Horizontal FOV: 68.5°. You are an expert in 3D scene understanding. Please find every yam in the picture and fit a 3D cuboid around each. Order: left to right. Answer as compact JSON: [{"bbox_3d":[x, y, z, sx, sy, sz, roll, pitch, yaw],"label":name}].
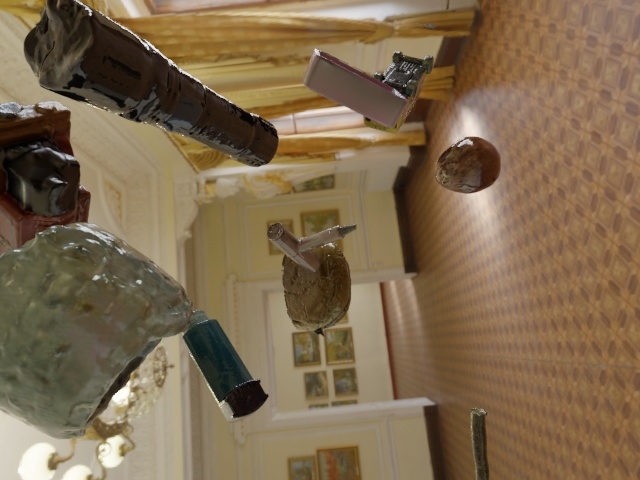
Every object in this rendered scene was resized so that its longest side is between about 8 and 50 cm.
[{"bbox_3d":[0.260,0.340,0.763,0.033,0.027,0.129,-172,76,-83],"label":"yam"}]

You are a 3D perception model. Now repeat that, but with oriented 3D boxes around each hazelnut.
[{"bbox_3d":[0.194,-0.097,0.621,0.086,0.086,0.086,-6,-90,-89],"label":"hazelnut"}]

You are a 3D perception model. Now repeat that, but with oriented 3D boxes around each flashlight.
[{"bbox_3d":[-0.180,-0.184,0.647,0.424,0.103,0.103,7,-104,-67],"label":"flashlight"}]

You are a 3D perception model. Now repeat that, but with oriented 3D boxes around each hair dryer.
[{"bbox_3d":[0.008,0.005,1.193,0.195,0.220,0.053,46,-143,-49],"label":"hair dryer"}]

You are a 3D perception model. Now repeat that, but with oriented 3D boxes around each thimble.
[{"bbox_3d":[-0.257,0.097,0.509,0.250,0.172,0.205,-44,11,46],"label":"thimble"}]

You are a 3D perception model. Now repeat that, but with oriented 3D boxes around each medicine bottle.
[{"bbox_3d":[-0.195,0.242,0.917,0.258,0.079,0.124,49,152,28],"label":"medicine bottle"}]

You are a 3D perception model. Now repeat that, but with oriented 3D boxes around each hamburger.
[{"bbox_3d":[0.003,0.127,1.393,0.132,0.211,0.309,13,-109,-48],"label":"hamburger"}]

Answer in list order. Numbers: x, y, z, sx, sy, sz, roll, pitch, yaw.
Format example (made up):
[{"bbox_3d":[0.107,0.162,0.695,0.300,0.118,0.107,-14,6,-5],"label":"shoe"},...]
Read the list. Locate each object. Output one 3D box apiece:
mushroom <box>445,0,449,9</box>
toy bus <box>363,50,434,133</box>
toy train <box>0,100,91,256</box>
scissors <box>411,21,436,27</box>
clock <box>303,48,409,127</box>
[{"bbox_3d":[0.331,-0.800,1.301,0.043,0.068,0.306,-10,84,46],"label":"mushroom"},{"bbox_3d":[0.223,-0.429,1.335,0.335,0.121,0.123,-58,-21,-45],"label":"toy bus"},{"bbox_3d":[-0.458,-0.033,0.730,0.163,0.231,0.369,-41,-14,-49],"label":"toy train"},{"bbox_3d":[0.319,-0.672,1.463,0.036,0.083,0.006,-128,45,-64],"label":"scissors"},{"bbox_3d":[0.066,-0.304,0.936,0.150,0.197,0.063,-93,28,-63],"label":"clock"}]
